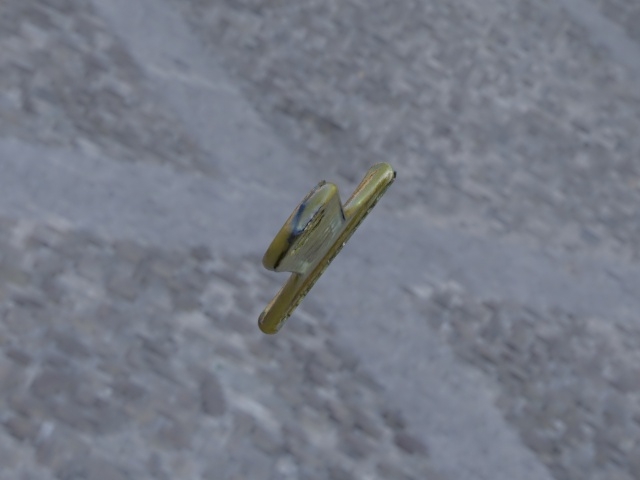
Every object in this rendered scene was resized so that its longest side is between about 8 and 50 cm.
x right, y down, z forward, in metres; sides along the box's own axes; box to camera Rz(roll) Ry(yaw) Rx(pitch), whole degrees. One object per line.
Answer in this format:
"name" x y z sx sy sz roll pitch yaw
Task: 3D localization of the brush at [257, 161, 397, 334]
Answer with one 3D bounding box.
"brush" 0.000 0.000 0.658 0.010 0.082 0.218 37 -1 4
